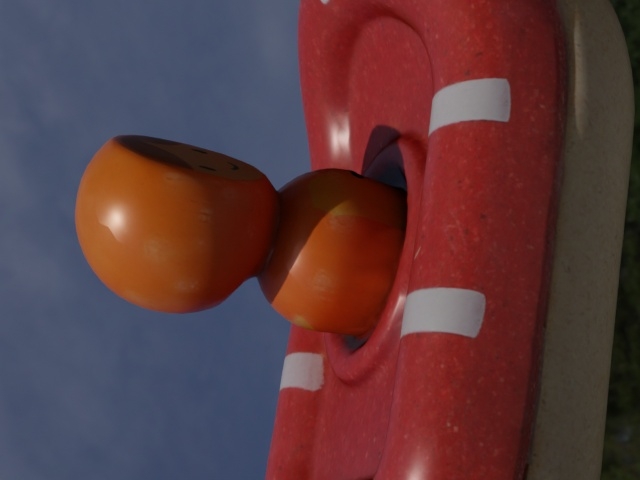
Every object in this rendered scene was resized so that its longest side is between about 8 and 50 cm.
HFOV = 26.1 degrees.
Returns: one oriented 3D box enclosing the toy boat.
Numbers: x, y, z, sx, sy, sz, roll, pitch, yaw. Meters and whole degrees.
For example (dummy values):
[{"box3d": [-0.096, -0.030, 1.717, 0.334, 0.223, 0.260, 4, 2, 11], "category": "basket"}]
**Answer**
[{"box3d": [0.000, 0.000, 0.426, 0.151, 0.151, 0.231, 14, -109, -16], "category": "toy boat"}]
